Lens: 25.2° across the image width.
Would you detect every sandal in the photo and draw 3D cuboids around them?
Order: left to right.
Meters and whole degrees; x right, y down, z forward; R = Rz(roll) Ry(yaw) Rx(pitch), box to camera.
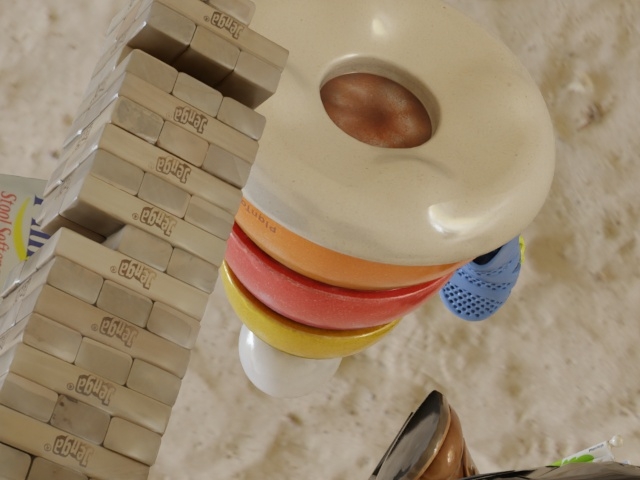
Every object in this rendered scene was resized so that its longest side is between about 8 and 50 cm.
[{"bbox_3d":[0.200,-0.010,1.774,0.126,0.317,0.138,13,44,8],"label":"sandal"}]

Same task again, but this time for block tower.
[{"bbox_3d":[-0.111,0.008,0.787,0.097,0.091,0.335,-32,37,55],"label":"block tower"}]

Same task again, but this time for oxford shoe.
[{"bbox_3d":[0.080,0.150,0.947,0.076,0.212,0.076,34,82,7],"label":"oxford shoe"}]

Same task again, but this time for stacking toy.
[{"bbox_3d":[0.000,0.000,1.468,0.351,0.480,0.350,10,50,-12],"label":"stacking toy"}]

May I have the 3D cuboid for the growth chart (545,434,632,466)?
[{"bbox_3d":[0.362,0.359,1.774,0.172,0.021,0.237,-32,56,15],"label":"growth chart"}]

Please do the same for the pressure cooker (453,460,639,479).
[{"bbox_3d":[0.039,0.299,0.516,0.375,0.420,0.370,30,62,-7],"label":"pressure cooker"}]

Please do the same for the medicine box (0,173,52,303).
[{"bbox_3d":[-0.256,0.139,1.065,0.149,0.289,0.263,7,43,-11],"label":"medicine box"}]
